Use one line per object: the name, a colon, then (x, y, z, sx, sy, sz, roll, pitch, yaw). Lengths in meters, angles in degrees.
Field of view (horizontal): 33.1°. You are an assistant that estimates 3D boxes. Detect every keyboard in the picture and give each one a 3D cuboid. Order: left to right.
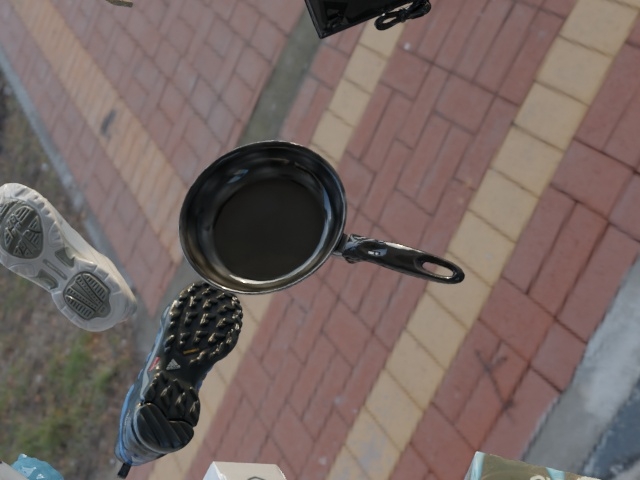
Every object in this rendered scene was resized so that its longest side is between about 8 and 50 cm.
keyboard: (0.074, -0.259, 1.088, 0.180, 0.108, 0.023, -21, 52, 4)

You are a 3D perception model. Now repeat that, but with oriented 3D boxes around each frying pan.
frying pan: (-0.001, -0.026, 1.215, 0.326, 0.053, 0.197, -3, 63, 10)

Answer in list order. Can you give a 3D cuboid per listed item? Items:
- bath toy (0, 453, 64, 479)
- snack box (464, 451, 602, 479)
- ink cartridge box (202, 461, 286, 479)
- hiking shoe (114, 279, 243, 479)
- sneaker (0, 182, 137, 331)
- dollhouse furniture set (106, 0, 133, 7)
bath toy: (-0.340, 0.222, 0.820, 0.129, 0.348, 0.151, 22, 86, 21)
snack box: (0.309, 0.343, 1.216, 0.187, 0.321, 0.060, 100, -177, -48)
ink cartridge box: (-0.125, 0.447, 1.654, 0.127, 0.128, 0.176, 47, 118, 46)
hiking shoe: (-0.207, 0.175, 1.485, 0.132, 0.113, 0.304, -39, 18, 40)
sneaker: (-0.315, 0.025, 1.319, 0.090, 0.115, 0.232, -44, 79, 2)
dollhouse furniture set: (-0.307, -0.417, 1.462, 0.123, 0.144, 0.151, 32, 106, 11)
